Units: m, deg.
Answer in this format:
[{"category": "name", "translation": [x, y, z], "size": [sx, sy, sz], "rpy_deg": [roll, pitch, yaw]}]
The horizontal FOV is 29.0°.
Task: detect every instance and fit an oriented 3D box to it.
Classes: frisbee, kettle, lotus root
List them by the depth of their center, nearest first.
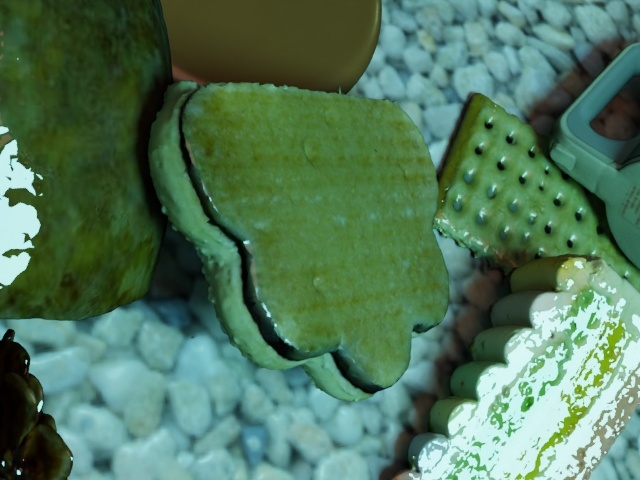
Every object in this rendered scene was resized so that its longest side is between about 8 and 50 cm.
[{"category": "lotus root", "translation": [-0.158, -0.106, 0.714], "size": [0.142, 0.210, 0.314], "rpy_deg": [-1, 81, -2]}, {"category": "frisbee", "translation": [-0.065, -0.200, 0.897], "size": [0.251, 0.021, 0.250], "rpy_deg": [11, 63, -23]}, {"category": "kettle", "translation": [0.313, -0.086, 0.972], "size": [0.210, 0.160, 0.243], "rpy_deg": [42, 55, 19]}]

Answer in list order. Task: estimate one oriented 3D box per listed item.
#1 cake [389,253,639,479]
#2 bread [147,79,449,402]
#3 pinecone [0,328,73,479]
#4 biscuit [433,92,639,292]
[{"category": "cake", "translation": [0.148, 0.110, 0.831], "size": [0.109, 0.090, 0.225], "rpy_deg": [40, 64, -11]}, {"category": "bread", "translation": [0.000, 0.000, 0.778], "size": [0.286, 0.056, 0.207], "rpy_deg": [2, 74, -55]}, {"category": "pinecone", "translation": [-0.204, 0.124, 0.592], "size": [0.165, 0.163, 0.163], "rpy_deg": [-18, 78, -17]}, {"category": "biscuit", "translation": [0.192, -0.006, 0.951], "size": [0.231, 0.016, 0.139], "rpy_deg": [33, 57, -12]}]
